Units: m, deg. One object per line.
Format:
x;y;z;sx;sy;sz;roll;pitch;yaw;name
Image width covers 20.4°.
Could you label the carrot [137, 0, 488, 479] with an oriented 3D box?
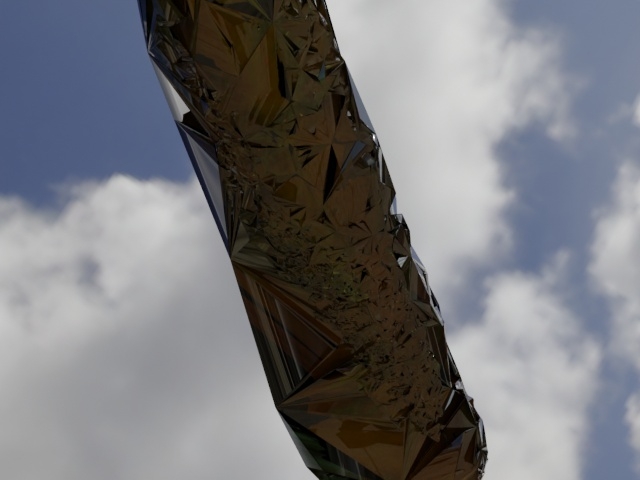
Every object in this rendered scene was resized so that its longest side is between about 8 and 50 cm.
0.000;-0.001;0.552;0.069;0.069;0.229;-39;-52;-26;carrot
